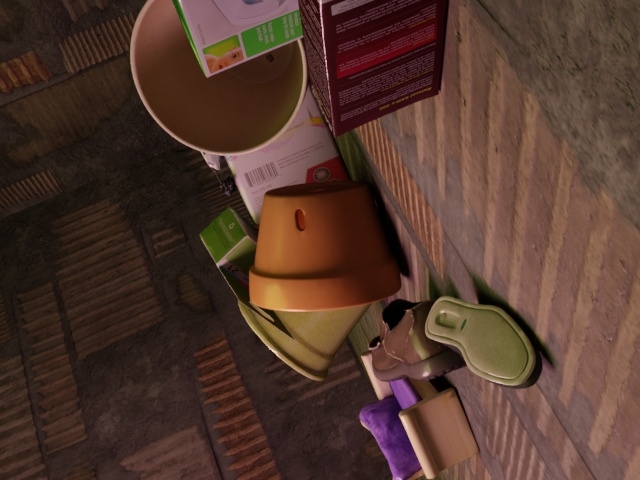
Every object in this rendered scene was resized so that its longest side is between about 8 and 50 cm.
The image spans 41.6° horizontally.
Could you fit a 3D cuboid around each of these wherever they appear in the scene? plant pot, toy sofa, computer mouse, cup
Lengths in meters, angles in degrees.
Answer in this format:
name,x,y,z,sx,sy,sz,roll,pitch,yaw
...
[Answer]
name,x,y,z,sx,sy,sz,roll,pitch,yaw
plant pot,-0.004,0.134,1.939,0.276,0.254,0.276,42,-171,-8
plant pot,0.000,0.000,1.595,0.291,0.291,0.203,-136,39,-77
toy sofa,0.172,0.345,1.755,0.362,0.177,0.150,-130,17,-75
computer mouse,-0.228,-0.185,1.786,0.193,0.042,0.106,61,179,6
cup,-0.158,-0.353,1.595,0.237,0.331,0.331,-61,-47,-63

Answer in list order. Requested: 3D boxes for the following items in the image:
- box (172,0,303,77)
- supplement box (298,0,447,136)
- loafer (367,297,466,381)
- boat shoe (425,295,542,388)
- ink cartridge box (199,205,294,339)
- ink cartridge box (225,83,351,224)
name,x,y,z,sx,sy,sz,roll,pitch,yaw
box,-0.064,-0.333,0.915,0.262,0.231,0.127,82,164,-70
supplement box,0.051,-0.210,0.831,0.239,0.130,0.073,81,165,-66
loafer,0.161,0.155,1.409,0.366,0.134,0.130,143,109,-75
boat shoe,0.215,0.128,1.055,0.079,0.084,0.233,28,-179,-20
ink cartridge box,-0.125,0.068,1.764,0.189,0.097,0.255,42,-174,-41
ink cartridge box,-0.096,-0.210,1.804,0.131,0.226,0.306,162,86,-85
